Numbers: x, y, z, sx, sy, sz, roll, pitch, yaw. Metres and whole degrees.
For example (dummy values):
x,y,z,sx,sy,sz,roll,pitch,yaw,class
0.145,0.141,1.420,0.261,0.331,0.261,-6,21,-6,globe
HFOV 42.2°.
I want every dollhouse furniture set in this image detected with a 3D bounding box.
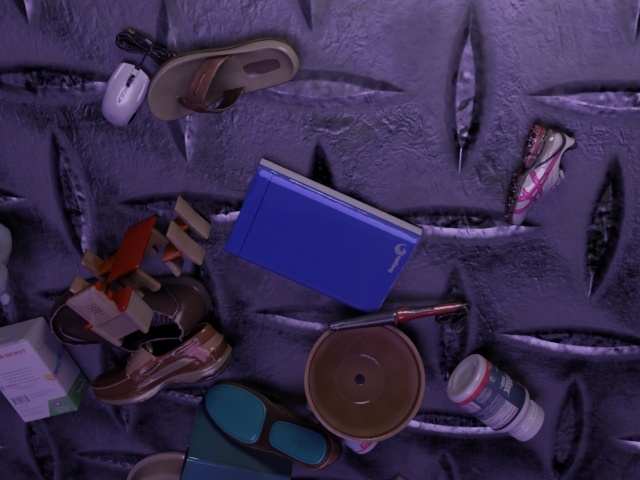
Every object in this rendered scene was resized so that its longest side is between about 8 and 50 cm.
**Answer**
x,y,z,sx,sy,sz,roll,pitch,yaw,class
-0.360,0.051,1.530,0.262,0.259,0.135,-26,124,25,dollhouse furniture set

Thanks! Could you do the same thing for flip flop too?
x,y,z,sx,sy,sz,roll,pitch,yaw,class
-0.167,-0.257,1.377,0.276,0.080,0.112,-11,138,15,flip flop

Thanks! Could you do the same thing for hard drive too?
x,y,z,sx,sy,sz,roll,pitch,yaw,class
0.000,0.000,1.548,0.318,0.040,0.210,24,125,-4,hard drive

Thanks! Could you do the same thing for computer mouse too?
x,y,z,sx,sy,sz,roll,pitch,yaw,class
-0.332,-0.268,1.441,0.106,0.042,0.193,29,124,-8,computer mouse

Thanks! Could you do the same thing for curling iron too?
x,y,z,sx,sy,sz,roll,pitch,yaw,class
0.155,0.155,1.585,0.273,0.035,0.068,-6,124,-1,curling iron

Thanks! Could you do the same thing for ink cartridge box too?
x,y,z,sx,sy,sz,roll,pitch,yaw,class
-0.641,0.289,1.851,0.154,0.093,0.212,-16,120,21,ink cartridge box

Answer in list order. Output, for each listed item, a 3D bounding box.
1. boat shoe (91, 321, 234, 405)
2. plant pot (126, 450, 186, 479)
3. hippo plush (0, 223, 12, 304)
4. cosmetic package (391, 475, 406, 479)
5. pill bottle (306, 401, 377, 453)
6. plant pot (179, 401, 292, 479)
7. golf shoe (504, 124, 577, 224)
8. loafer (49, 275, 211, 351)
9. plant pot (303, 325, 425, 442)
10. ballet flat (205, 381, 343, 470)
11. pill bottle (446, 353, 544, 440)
x,y,z,sx,sy,sz,roll,pitch,yaw,class
-0.342,0.249,1.754,0.323,0.123,0.120,-20,112,14,boat shoe
-0.352,0.728,1.952,0.333,0.305,0.334,6,125,8,plant pot
-0.735,0.039,1.609,0.236,0.294,0.234,-3,145,5,hippo plush
0.163,0.596,1.911,0.060,0.041,0.115,37,123,-12,cosmetic package
0.050,0.376,1.760,0.160,0.087,0.087,40,122,-15,pill bottle
-0.186,0.499,1.855,0.234,0.166,0.166,15,125,-8,plant pot
0.364,-0.098,1.386,0.085,0.067,0.186,15,125,0,golf shoe
-0.408,0.155,1.687,0.365,0.130,0.134,-12,120,19,loafer
0.083,0.275,1.644,0.237,0.110,0.238,0,82,-2,plant pot
-0.093,0.399,1.777,0.342,0.116,0.124,14,171,32,ballet flat
0.350,0.316,1.642,0.180,0.108,0.108,36,123,-13,pill bottle
